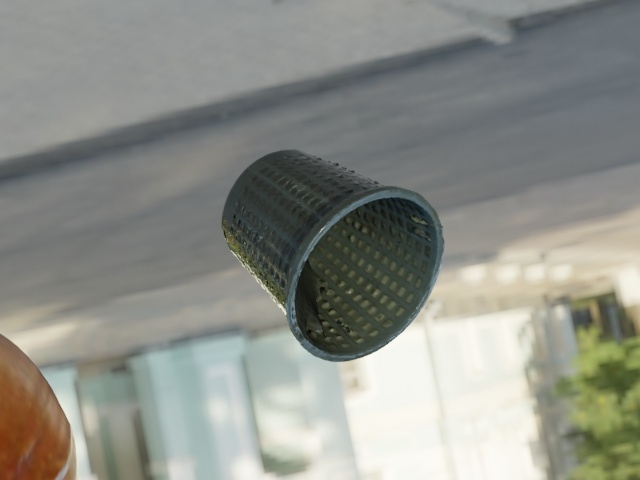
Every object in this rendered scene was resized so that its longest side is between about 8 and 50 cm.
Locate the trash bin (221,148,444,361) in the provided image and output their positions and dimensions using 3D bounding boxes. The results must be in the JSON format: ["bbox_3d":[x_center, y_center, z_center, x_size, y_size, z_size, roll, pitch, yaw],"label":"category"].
[{"bbox_3d":[0.000,0.000,1.664,0.175,0.175,0.161,-8,-150,-35],"label":"trash bin"}]

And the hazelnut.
[{"bbox_3d":[-0.180,0.117,0.852,0.150,0.150,0.150,-11,175,-1],"label":"hazelnut"}]
